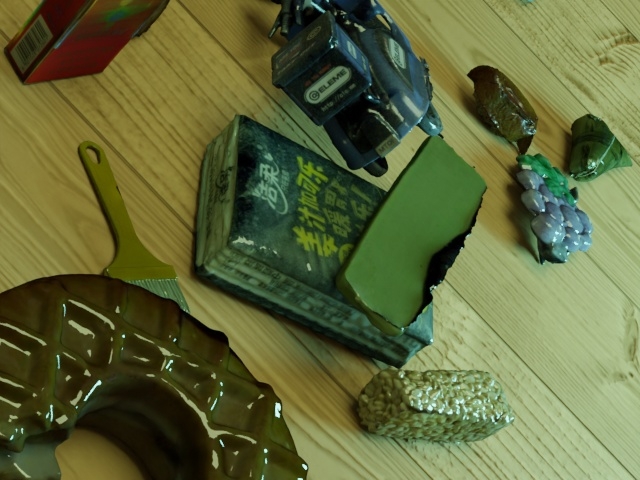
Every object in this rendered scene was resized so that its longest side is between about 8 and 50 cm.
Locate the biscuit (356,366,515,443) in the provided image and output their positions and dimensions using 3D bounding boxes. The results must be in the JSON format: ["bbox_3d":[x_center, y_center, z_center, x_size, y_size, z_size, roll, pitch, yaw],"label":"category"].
[{"bbox_3d":[0.117,0.166,1.727,0.168,0.082,0.070,7,52,-39],"label":"biscuit"}]

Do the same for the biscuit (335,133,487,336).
[{"bbox_3d":[0.098,-0.006,1.761,0.099,0.038,0.322,41,37,-5],"label":"biscuit"}]

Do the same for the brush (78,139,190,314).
[{"bbox_3d":[-0.192,-0.013,1.647,0.083,0.011,0.205,-2,59,-42],"label":"brush"}]

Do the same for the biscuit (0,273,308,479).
[{"bbox_3d":[-0.159,0.164,1.449,0.366,0.115,0.268,32,42,-20],"label":"biscuit"}]

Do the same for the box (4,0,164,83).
[{"bbox_3d":[-0.220,-0.226,1.666,0.112,0.175,0.048,-16,70,-49],"label":"box"}]

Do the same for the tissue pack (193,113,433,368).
[{"bbox_3d":[0.000,0.000,1.756,0.257,0.081,0.185,27,41,-25],"label":"tissue pack"}]

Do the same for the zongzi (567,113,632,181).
[{"bbox_3d":[0.368,-0.096,2.212,0.113,0.052,0.104,42,45,-28],"label":"zongzi"}]

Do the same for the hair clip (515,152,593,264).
[{"bbox_3d":[0.281,-0.035,2.086,0.124,0.052,0.195,38,31,-27],"label":"hair clip"}]

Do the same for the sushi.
[{"bbox_3d":[0.229,-0.163,2.129,0.120,0.055,0.052,46,27,-20],"label":"sushi"}]

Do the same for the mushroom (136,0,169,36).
[{"bbox_3d":[-0.194,-0.368,1.829,0.156,0.151,0.285,13,50,-37],"label":"mushroom"}]

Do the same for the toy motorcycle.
[{"bbox_3d":[0.028,-0.208,1.876,0.212,0.125,0.358,46,15,-22],"label":"toy motorcycle"}]
